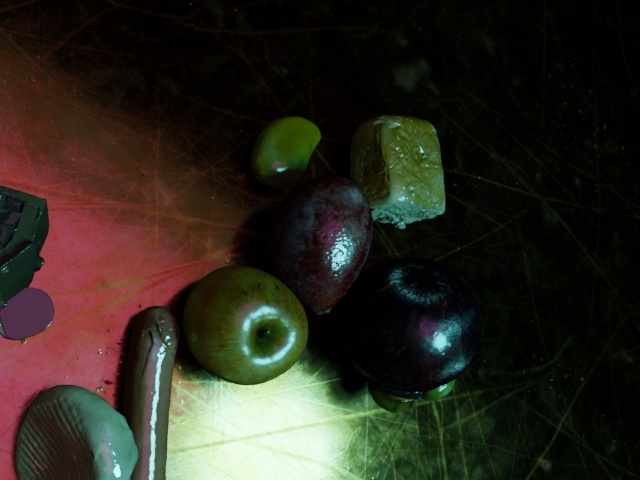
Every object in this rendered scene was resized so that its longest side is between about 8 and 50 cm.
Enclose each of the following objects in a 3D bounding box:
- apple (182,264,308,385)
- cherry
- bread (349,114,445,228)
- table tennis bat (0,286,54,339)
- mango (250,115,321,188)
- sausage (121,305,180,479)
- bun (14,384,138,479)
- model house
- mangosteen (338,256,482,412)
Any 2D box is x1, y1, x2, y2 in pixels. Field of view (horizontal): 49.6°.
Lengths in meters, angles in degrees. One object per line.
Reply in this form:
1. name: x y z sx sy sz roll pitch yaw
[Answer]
1. apple: -0.145 0.155 1.309 0.237 0.207 0.236 -5 99 -30
2. cherry: 0.000 0.000 1.382 0.203 0.230 0.300 14 66 -24
3. bread: 0.159 -0.140 1.532 0.196 0.176 0.246 6 72 -38
4. table tennis bat: -0.543 0.135 1.202 0.156 0.013 0.087 -20 89 -31
5. mango: -0.079 -0.194 1.479 0.122 0.085 0.191 28 57 -8
6. sausage: -0.307 0.323 1.231 0.094 0.094 0.418 5 77 -16
7. bun: -0.392 0.348 1.140 0.133 0.231 0.231 3 74 -65
8. model house: -0.560 0.050 1.092 0.204 0.211 0.243 15 64 -17
9. mangosteen: 0.174 0.184 1.419 0.300 0.300 0.300 6 75 -26
